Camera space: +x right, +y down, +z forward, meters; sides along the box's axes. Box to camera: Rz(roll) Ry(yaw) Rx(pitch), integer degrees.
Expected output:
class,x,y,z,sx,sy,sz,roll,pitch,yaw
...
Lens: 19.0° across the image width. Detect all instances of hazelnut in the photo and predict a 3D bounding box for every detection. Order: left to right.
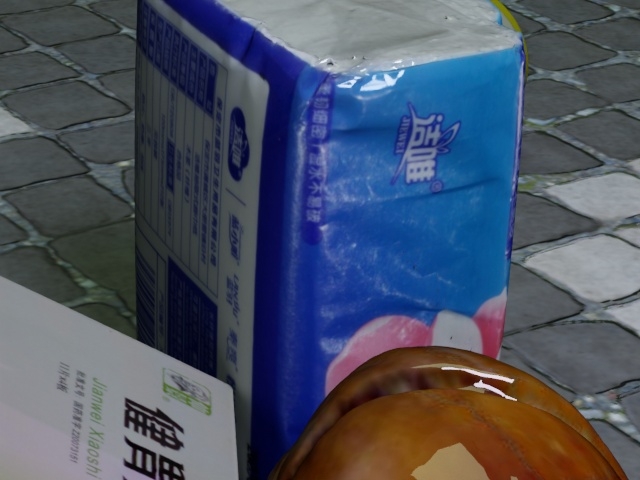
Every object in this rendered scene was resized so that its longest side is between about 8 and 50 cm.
class,x,y,z,sx,sy,sz,roll,pitch,yaw
hazelnut,0.054,0.136,0.757,0.182,0.182,0.182,2,25,-1

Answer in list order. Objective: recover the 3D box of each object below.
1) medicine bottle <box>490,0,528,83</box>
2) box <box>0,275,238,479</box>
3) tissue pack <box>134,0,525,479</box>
class,x,y,z,sx,sy,sz,roll,pitch,yaw
medicine bottle,0.063,-0.093,1.300,0.122,0.122,0.212,10,27,15
box,-0.118,0.107,0.743,0.175,0.062,0.260,27,21,-17
tissue pack,0.000,0.000,0.920,0.137,0.269,0.209,-12,28,-27
